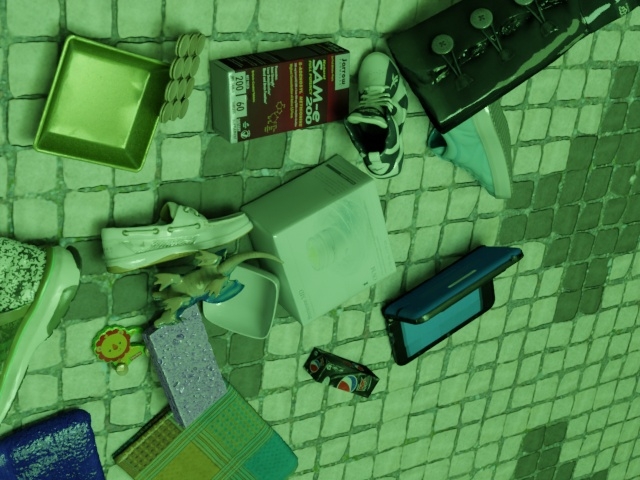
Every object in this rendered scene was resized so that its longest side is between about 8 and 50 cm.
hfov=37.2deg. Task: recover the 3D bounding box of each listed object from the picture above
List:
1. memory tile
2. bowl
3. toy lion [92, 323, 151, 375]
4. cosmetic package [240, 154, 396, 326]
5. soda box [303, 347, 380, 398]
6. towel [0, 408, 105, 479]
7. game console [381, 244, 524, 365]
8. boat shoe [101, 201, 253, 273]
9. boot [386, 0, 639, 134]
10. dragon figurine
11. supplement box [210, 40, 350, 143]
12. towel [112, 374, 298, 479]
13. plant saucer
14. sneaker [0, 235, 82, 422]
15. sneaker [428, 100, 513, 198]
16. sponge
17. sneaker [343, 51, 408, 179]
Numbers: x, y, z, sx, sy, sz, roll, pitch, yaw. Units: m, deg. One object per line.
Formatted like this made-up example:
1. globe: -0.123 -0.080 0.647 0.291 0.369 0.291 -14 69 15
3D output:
1. memory tile: -0.223 -0.262 1.530 0.113 0.012 0.148 -46 155 -71
2. bowl: -0.143 0.101 1.766 0.053 0.142 0.142 -55 160 -60
3. toy lion: -0.358 0.189 1.722 0.100 0.034 0.096 -33 121 -16
4. cosmetic package: 0.000 0.000 1.792 0.224 0.138 0.224 -29 128 -16
5. soda box: 0.046 0.284 2.029 0.169 0.060 0.053 24 100 -41
6. towel: -0.537 0.448 1.708 0.308 0.076 0.228 -21 126 -24
7. game console: 0.299 0.151 2.066 0.293 0.250 0.173 -31 102 -17
8. boat shoe: -0.244 -0.021 1.641 0.277 0.098 0.096 -17 96 -33
9. boot: 0.317 -0.450 1.726 0.445 0.367 0.146 -33 151 14
10. dragon figurine: -0.189 0.066 1.636 0.289 0.085 0.144 -28 173 13
11. supplement box: -0.066 -0.258 1.646 0.239 0.073 0.130 -16 122 -28
12. towel: -0.222 0.451 1.954 0.271 0.040 0.370 -42 129 -9
13. plant saucer: -0.344 -0.215 1.496 0.188 0.045 0.188 11 107 -38
14. sneaker: -0.553 0.158 1.515 0.182 0.158 0.410 30 90 -29
15. sneaker: 0.300 -0.199 1.922 0.366 0.150 0.135 57 34 -53
16. sponge: -0.250 0.231 1.774 0.117 0.031 0.210 -36 121 -37
17. sneaker: 0.097 -0.233 1.676 0.153 0.094 0.235 29 64 -74
